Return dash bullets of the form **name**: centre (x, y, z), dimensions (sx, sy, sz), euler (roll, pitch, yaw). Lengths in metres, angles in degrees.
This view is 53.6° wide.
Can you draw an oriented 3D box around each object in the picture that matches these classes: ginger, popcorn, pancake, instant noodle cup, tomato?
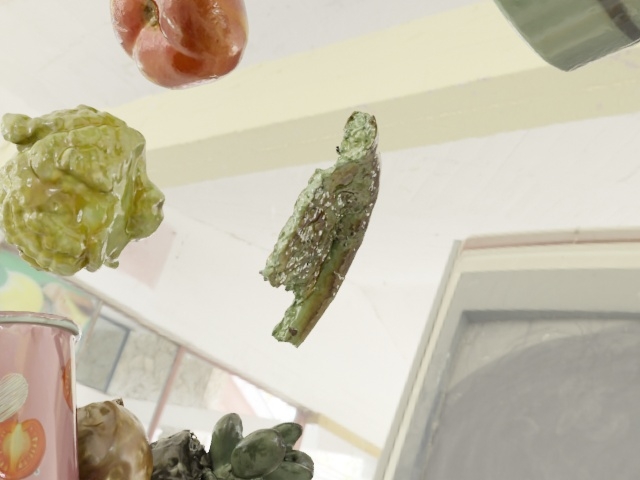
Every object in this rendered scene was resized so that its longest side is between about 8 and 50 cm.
- **ginger**: centre (-0.317, 0.363, 0.748), dimensions (0.254, 0.418, 0.176), euler (48, 20, 11)
- **popcorn**: centre (-0.347, -0.076, 0.899), dimensions (0.195, 0.256, 0.255), euler (-5, -33, 28)
- **pancake**: centre (0.005, 0.002, 0.769), dimensions (0.054, 0.197, 0.376), euler (37, -41, 23)
- **instant noodle cup**: centre (-0.311, 0.200, 0.523), dimensions (0.243, 0.231, 0.243), euler (-13, -18, -4)
- **tomato**: centre (-0.229, -0.380, 1.049), dimensions (0.260, 0.180, 0.259), euler (15, -63, 33)

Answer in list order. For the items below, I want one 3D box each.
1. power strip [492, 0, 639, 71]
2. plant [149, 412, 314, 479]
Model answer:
- **power strip**: centre (0.208, -0.323, 0.519), dimensions (0.161, 0.357, 0.357), euler (-20, -42, 37)
- **plant**: centre (-0.145, 0.323, 0.867), dimensions (0.275, 0.149, 0.146), euler (-19, -24, 9)
